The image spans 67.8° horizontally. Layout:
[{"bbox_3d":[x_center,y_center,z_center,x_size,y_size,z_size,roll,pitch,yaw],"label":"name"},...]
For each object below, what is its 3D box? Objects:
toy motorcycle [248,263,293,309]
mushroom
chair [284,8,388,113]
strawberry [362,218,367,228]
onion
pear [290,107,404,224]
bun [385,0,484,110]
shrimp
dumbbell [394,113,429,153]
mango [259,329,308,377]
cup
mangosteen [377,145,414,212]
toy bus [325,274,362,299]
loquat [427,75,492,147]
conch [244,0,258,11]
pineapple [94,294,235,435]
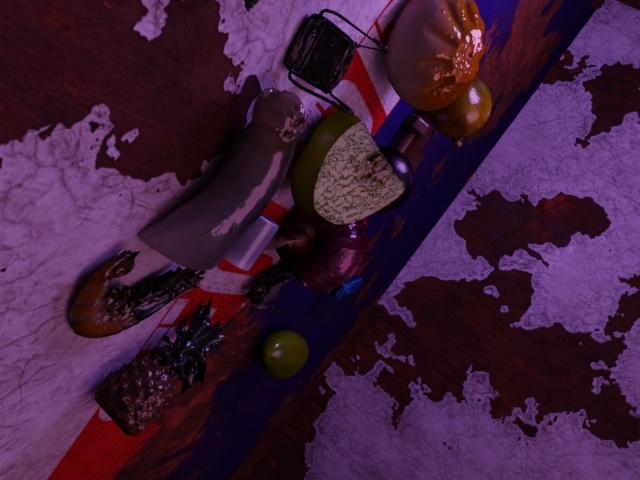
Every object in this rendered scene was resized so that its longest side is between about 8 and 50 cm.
[{"bbox_3d":[-0.146,0.139,1.466,0.215,0.080,0.122,-37,155,-47],"label":"toy motorcycle"},{"bbox_3d":[-0.162,-0.116,0.941,0.397,0.126,0.177,-50,152,4],"label":"mushroom"},{"bbox_3d":[0.009,-0.361,0.939,0.145,0.221,0.140,23,109,-25],"label":"chair"},{"bbox_3d":[0.076,-0.020,1.650,0.228,0.098,0.174,-47,159,-17],"label":"strawberry"},{"bbox_3d":[0.020,-0.002,1.362,0.230,0.256,0.272,-42,-174,15],"label":"onion"},{"bbox_3d":[0.046,-0.169,1.205,0.293,0.159,0.292,-16,128,-21],"label":"pear"},{"bbox_3d":[0.314,-0.474,1.196,0.299,0.165,0.298,-24,129,-33],"label":"bun"},{"bbox_3d":[-0.352,0.085,0.947,0.291,0.054,0.222,-25,148,-37],"label":"shrimp"},{"bbox_3d":[0.273,-0.315,1.612,0.082,0.092,0.230,36,91,-41],"label":"dumbbell"},{"bbox_3d":[-0.151,0.441,1.852,0.192,0.156,0.343,-59,157,-9],"label":"mango"},{"bbox_3d":[-0.181,-0.014,1.138,0.099,0.136,0.133,31,96,-36],"label":"cup"},{"bbox_3d":[0.162,-0.172,1.429,0.250,0.211,0.211,-32,152,-45],"label":"mangosteen"},{"bbox_3d":[0.094,0.185,2.026,0.090,0.106,0.185,-58,159,22],"label":"toy bus"},{"bbox_3d":[0.474,-0.439,1.627,0.213,0.214,0.245,-24,117,-53],"label":"loquat"},{"bbox_3d":[-0.073,-0.431,0.674,0.095,0.080,0.200,-15,122,-40],"label":"conch"},{"bbox_3d":[-0.354,0.301,1.164,0.365,0.166,0.165,-40,156,-35],"label":"pineapple"}]
